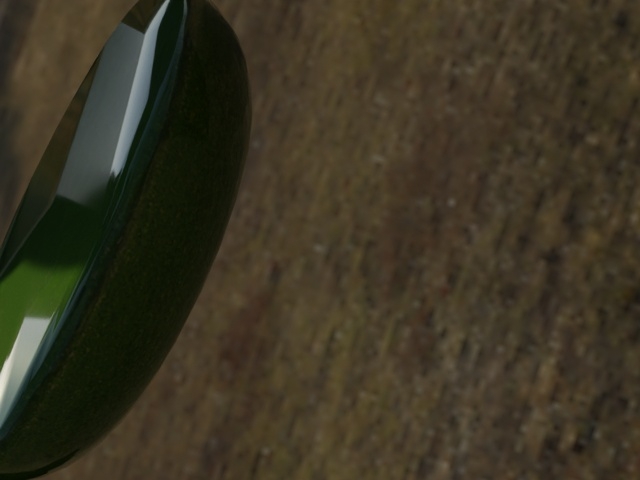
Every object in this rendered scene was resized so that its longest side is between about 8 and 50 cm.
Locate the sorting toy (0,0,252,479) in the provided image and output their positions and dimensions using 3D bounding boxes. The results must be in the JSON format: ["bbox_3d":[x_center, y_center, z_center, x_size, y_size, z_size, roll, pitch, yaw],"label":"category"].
[{"bbox_3d":[0.000,0.000,0.453,0.365,0.126,0.127,-56,20,28],"label":"sorting toy"}]
